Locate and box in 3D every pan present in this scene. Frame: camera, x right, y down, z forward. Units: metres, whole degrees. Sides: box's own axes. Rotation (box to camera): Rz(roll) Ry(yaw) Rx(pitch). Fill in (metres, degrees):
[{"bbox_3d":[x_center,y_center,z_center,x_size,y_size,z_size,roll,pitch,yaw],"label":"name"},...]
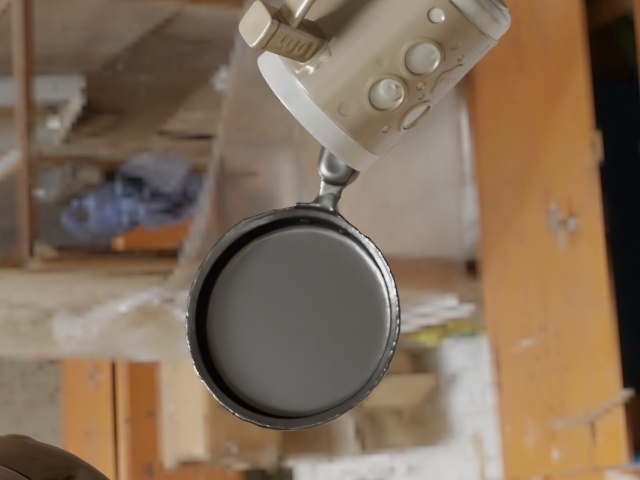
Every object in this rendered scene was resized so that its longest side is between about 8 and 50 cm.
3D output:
[{"bbox_3d":[0.000,0.000,1.097,0.136,0.235,0.028,18,-179,18],"label":"pan"}]

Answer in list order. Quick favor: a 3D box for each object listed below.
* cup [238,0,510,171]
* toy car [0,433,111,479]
[{"bbox_3d":[0.021,-0.100,0.820,0.099,0.074,0.102,-43,114,13],"label":"cup"},{"bbox_3d":[-0.193,0.287,1.085,0.271,0.341,0.240,-8,170,27],"label":"toy car"}]
